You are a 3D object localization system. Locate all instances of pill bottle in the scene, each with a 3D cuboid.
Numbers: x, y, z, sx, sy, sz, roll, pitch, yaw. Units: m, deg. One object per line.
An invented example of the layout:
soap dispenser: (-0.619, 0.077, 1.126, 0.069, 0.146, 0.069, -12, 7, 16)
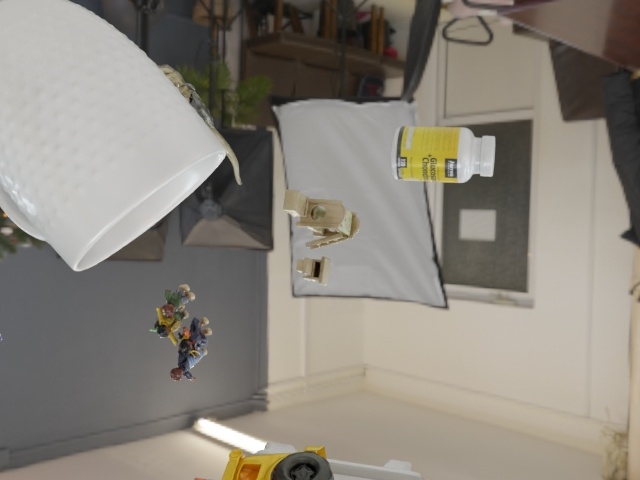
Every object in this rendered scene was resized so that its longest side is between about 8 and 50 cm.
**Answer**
pill bottle: (0.229, -0.160, 1.294, 0.184, 0.103, 0.103, 4, -177, 16)

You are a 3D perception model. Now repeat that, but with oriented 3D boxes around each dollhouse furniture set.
dollhouse furniture set: (0.000, 0.000, 1.378, 0.101, 0.161, 0.182, 4, 171, 20)

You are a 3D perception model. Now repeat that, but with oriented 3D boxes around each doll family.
doll family: (-0.269, 0.184, 1.334, 0.076, 0.193, 0.111, -23, -165, 21)

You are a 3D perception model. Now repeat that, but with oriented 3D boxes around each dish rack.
dish rack: (0.006, 0.411, 1.170, 0.333, 0.072, 0.285, 12, 151, -11)

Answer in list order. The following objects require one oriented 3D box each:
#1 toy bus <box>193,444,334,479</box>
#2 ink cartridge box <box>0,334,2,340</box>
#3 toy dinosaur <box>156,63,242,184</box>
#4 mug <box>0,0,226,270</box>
toy bus: (-0.090, 0.371, 0.871, 0.211, 0.149, 0.220, 3, -153, 4)
ink cartridge box: (-0.613, 0.203, 1.029, 0.330, 0.071, 0.324, -42, 167, -34)
toy dinosaur: (-0.213, -0.205, 1.209, 0.064, 0.268, 0.118, -31, -168, 9)
mug: (-0.374, -0.143, 1.008, 0.374, 0.328, 0.276, -37, -176, 35)
